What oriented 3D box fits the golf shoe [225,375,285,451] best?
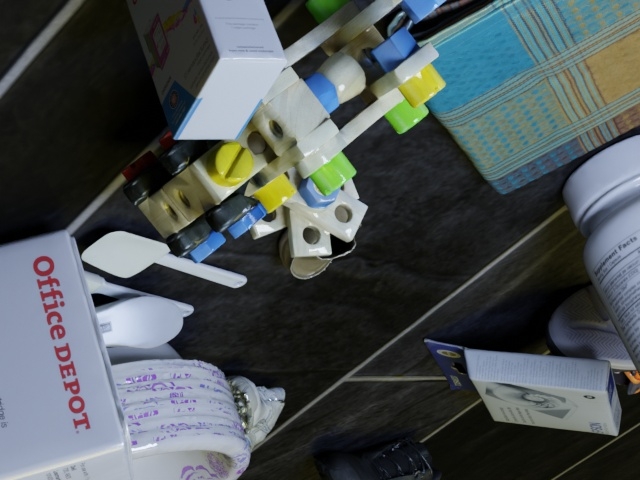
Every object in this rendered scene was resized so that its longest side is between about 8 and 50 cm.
[{"bbox_3d":[-0.078,0.182,1.790,0.086,0.069,0.176,-36,164,-20],"label":"golf shoe"}]

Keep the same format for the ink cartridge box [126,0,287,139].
[{"bbox_3d":[-0.077,-0.140,1.040,0.052,0.122,0.088,-2,148,-31],"label":"ink cartridge box"}]

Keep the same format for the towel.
[{"bbox_3d":[0.222,-0.162,1.358,0.271,0.040,0.370,-27,157,11],"label":"towel"}]

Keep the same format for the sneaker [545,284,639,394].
[{"bbox_3d":[0.388,0.136,2.001,0.321,0.125,0.180,-6,150,-32],"label":"sneaker"}]

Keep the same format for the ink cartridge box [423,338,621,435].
[{"bbox_3d":[0.248,0.183,1.936,0.224,0.045,0.223,6,162,17],"label":"ink cartridge box"}]

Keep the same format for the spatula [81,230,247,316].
[{"bbox_3d":[-0.177,0.050,1.466,0.168,0.019,0.242,-33,154,20],"label":"spatula"}]

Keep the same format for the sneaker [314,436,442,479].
[{"bbox_3d":[0.083,0.316,2.154,0.130,0.109,0.286,-34,163,9],"label":"sneaker"}]

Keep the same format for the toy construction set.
[{"bbox_3d":[-0.027,-0.079,1.204,0.215,0.151,0.328,-41,171,-24],"label":"toy construction set"}]

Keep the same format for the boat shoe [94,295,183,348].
[{"bbox_3d":[-0.195,0.077,1.444,0.142,0.049,0.040,-7,-171,-30],"label":"boat shoe"}]

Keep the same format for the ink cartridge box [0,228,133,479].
[{"bbox_3d":[-0.307,0.131,1.278,0.278,0.201,0.117,-15,154,-9],"label":"ink cartridge box"}]

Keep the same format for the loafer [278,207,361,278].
[{"bbox_3d":[0.000,0.000,1.476,0.056,0.050,0.148,-13,154,-20],"label":"loafer"}]

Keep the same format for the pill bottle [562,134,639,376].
[{"bbox_3d":[0.362,0.042,1.592,0.160,0.283,0.160,-19,155,-9],"label":"pill bottle"}]

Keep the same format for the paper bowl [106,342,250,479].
[{"bbox_3d":[-0.220,0.190,1.544,0.284,0.148,0.284,-16,157,-7],"label":"paper bowl"}]
